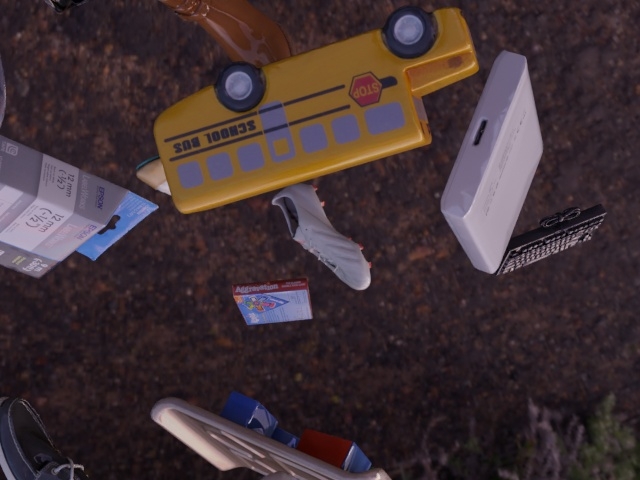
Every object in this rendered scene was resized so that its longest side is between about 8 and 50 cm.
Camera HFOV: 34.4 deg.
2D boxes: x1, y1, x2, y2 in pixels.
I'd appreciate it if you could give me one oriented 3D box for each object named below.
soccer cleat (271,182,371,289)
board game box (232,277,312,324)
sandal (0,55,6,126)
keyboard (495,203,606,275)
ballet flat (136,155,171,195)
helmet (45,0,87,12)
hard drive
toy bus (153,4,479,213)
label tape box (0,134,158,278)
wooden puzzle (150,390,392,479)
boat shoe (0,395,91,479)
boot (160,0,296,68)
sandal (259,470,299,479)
[{"bbox_3d":[0.000,0.000,1.549,0.076,0.196,0.068,-24,162,-38],"label":"soccer cleat"},{"bbox_3d":[-0.093,0.127,2.101,0.145,0.027,0.281,-7,164,-1],"label":"board game box"},{"bbox_3d":[-0.383,-0.243,1.116,0.054,0.097,0.255,-11,119,-20],"label":"sandal"},{"bbox_3d":[0.343,-0.005,1.524,0.180,0.023,0.108,-20,146,-22],"label":"keyboard"},{"bbox_3d":[-0.242,-0.113,1.819,0.080,0.232,0.073,-30,86,20],"label":"ballet flat"},{"bbox_3d":[-0.202,-0.295,0.889,0.169,0.169,0.162,-20,105,6],"label":"helmet"},{"bbox_3d":[0.224,-0.086,1.311,0.040,0.203,0.307,20,172,19],"label":"hard drive"},{"bbox_3d":[0.000,-0.135,1.062,0.332,0.108,0.130,-16,90,12],"label":"toy bus"},{"bbox_3d":[-0.524,-0.037,1.976,0.347,0.115,0.249,26,138,-34],"label":"label tape box"},{"bbox_3d":[-0.035,0.315,1.510,0.347,0.081,0.322,14,158,23],"label":"wooden puzzle"},{"bbox_3d":[-0.298,0.274,1.186,0.079,0.084,0.233,-21,103,17],"label":"boat shoe"},{"bbox_3d":[-0.120,-0.247,1.129,0.073,0.197,0.152,-46,157,17],"label":"boot"},{"bbox_3d":[0.002,0.352,1.053,0.102,0.169,0.416,-33,138,-3],"label":"sandal"}]
